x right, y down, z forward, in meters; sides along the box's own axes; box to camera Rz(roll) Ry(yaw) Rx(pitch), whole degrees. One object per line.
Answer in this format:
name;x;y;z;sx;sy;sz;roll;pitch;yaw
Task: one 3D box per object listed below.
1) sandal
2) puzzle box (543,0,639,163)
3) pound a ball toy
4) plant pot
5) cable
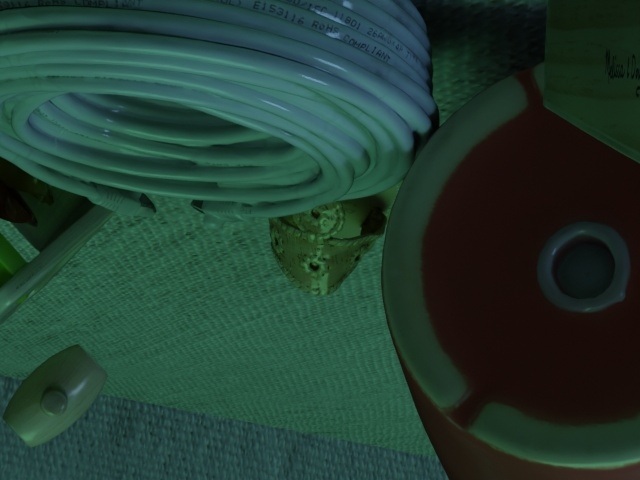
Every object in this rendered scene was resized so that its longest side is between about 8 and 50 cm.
sandal;0.007;0.001;1.241;0.088;0.079;0.240;8;167;1
puzzle box;0.226;-0.046;0.557;0.272;0.052;0.409;1;-172;-2
pound a ball toy;-0.185;0.006;1.191;0.208;0.136;0.319;46;162;-3
plant pot;0.156;0.043;0.926;0.275;0.275;0.243;4;163;22
cable;-0.068;-0.083;0.904;0.257;0.089;0.257;-3;163;40
